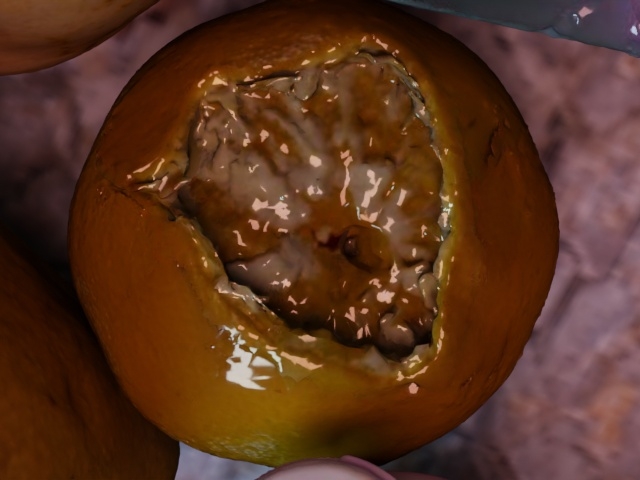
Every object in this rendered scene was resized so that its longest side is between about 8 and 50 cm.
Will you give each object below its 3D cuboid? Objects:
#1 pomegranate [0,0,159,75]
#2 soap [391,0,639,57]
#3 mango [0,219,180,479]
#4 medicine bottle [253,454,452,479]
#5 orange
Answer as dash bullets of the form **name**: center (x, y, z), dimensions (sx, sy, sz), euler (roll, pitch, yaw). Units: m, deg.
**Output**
- **pomegranate**: center (-0.101, -0.138, 0.464), dimensions (0.207, 0.207, 0.207), euler (1, 112, 2)
- **soap**: center (0.159, -0.144, 0.500), dimensions (0.323, 0.109, 0.193), euler (12, 115, -2)
- **mango**: center (-0.136, 0.041, 0.508), dimensions (0.119, 0.317, 0.176), euler (-41, 67, 15)
- **medicine bottle**: center (0.014, 0.125, 0.564), dimensions (0.115, 0.219, 0.078), euler (-10, 68, 5)
- **orange**: center (0.000, 0.000, 0.545), dimensions (0.154, 0.134, 0.155), euler (-3, 101, -17)
